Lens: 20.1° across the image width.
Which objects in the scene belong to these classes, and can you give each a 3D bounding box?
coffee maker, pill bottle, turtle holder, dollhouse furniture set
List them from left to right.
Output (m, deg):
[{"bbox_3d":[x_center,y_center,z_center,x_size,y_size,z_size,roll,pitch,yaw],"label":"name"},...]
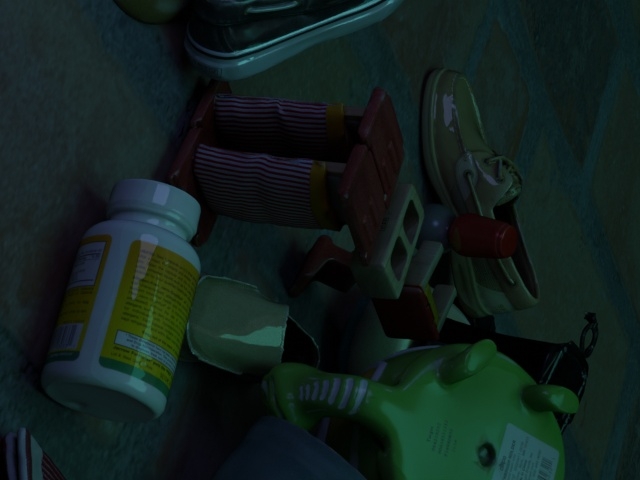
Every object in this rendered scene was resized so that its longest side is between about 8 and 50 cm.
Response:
[{"bbox_3d":[-0.177,0.054,1.675,0.117,0.117,0.208,47,50,-54],"label":"pill bottle"},{"bbox_3d":[0.000,0.000,1.949,0.374,0.201,0.152,68,34,-49],"label":"dollhouse furniture set"},{"bbox_3d":[0.098,0.234,1.916,0.320,0.227,0.243,-5,87,-39],"label":"turtle holder"},{"bbox_3d":[0.213,0.154,2.119,0.171,0.178,0.120,-43,132,-36],"label":"coffee maker"}]

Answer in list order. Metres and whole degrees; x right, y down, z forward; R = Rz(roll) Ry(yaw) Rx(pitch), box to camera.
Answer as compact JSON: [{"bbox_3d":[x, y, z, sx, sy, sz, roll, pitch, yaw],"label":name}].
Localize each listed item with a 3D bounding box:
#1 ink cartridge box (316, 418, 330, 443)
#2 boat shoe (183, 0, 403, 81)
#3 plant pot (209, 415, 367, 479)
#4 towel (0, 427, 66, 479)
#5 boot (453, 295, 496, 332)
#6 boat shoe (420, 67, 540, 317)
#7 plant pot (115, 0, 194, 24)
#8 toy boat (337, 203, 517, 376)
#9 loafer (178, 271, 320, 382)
[{"bbox_3d":[0.109,0.303,2.163,0.333,0.065,0.165,9,100,-47],"label":"ink cartridge box"},{"bbox_3d":[0.001,-0.281,1.888,0.335,0.121,0.119,-38,156,-32],"label":"boat shoe"},{"bbox_3d":[-0.032,0.353,1.841,0.196,0.293,0.293,-42,134,-20],"label":"plant pot"},{"bbox_3d":[-0.202,0.348,1.610,0.237,0.037,0.329,-106,172,-49],"label":"towel"},{"bbox_3d":[0.213,0.114,2.524,0.099,0.045,0.121,-46,133,-54],"label":"boot"},{"bbox_3d":[0.222,-0.071,2.429,0.121,0.110,0.341,-19,97,-60],"label":"boat shoe"},{"bbox_3d":[-0.157,-0.333,1.792,0.236,0.032,0.236,-1,92,-63],"label":"plant pot"},{"bbox_3d":[0.128,0.098,2.269,0.267,0.148,0.318,50,59,-46],"label":"toy boat"},{"bbox_3d":[-0.082,0.091,1.890,0.268,0.092,0.102,27,67,-60],"label":"loafer"}]
